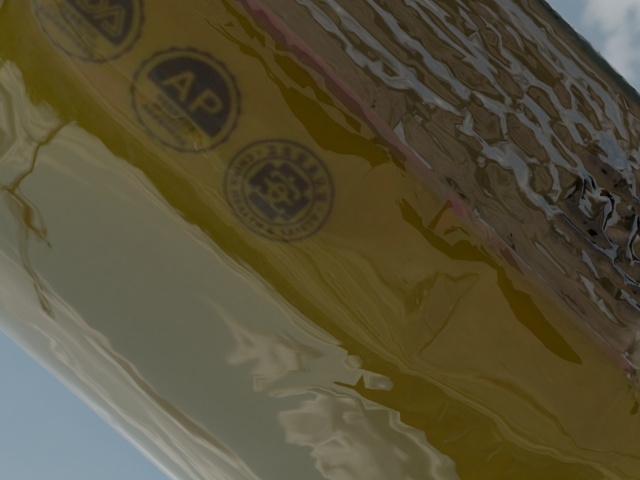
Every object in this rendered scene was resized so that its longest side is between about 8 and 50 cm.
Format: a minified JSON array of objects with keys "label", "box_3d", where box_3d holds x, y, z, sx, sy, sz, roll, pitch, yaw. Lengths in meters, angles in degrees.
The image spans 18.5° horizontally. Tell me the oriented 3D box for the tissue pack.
[{"label":"tissue pack","box_3d":[0.000,0.000,0.400,0.169,0.120,0.082,43,-134,-12]}]
